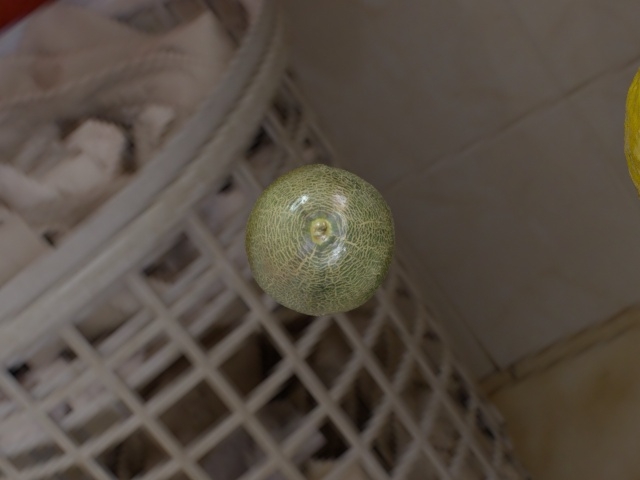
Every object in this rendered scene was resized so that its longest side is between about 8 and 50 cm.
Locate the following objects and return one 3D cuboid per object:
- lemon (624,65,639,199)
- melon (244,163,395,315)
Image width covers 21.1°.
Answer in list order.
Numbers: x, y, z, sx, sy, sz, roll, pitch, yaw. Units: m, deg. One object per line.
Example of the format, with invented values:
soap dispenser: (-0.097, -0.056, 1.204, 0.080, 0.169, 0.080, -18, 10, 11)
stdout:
lemon: (0.344, -0.085, 1.135, 0.310, 0.253, 0.253, -32, 26, -13)
melon: (0.000, 0.000, 1.567, 0.139, 0.139, 0.192, -39, -6, -4)
